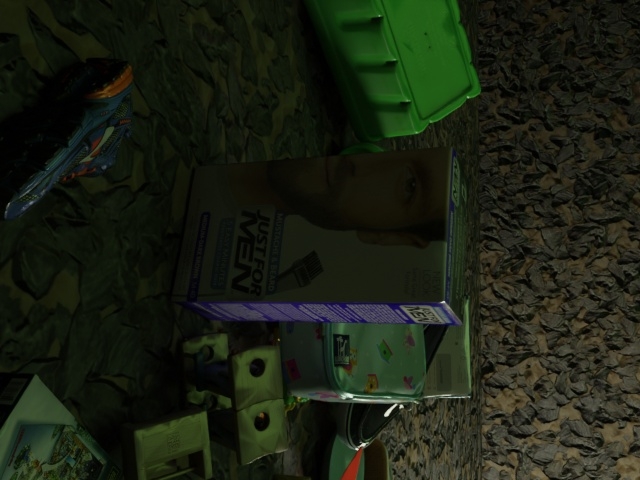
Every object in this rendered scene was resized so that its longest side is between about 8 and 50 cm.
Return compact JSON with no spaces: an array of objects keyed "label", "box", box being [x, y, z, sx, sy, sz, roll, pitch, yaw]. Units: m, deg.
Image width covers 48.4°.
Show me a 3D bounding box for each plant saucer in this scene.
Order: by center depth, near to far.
[{"label":"plant saucer","box":[0.035,0.428,1.319,0.195,0.037,0.195,-3,90,-68]}]

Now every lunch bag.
[{"label":"lunch bag","box":[0.054,0.127,1.060,0.279,0.107,0.224,20,66,-52]}]

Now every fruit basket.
[{"label":"fruit basket","box":[0.115,-0.408,1.388,0.283,0.392,0.392,-34,130,-16]}]

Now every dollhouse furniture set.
[{"label":"dollhouse furniture set","box":[-0.152,0.186,0.807,0.183,0.129,0.129,-8,95,-38]}]

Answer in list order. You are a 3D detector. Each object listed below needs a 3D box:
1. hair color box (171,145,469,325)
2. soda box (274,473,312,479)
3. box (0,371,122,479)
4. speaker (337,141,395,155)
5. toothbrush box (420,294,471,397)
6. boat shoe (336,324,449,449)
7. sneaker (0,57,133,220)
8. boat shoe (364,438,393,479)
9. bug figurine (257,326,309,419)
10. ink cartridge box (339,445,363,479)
[{"label":"hair color box","box":[0.000,0.000,0.860,0.110,0.338,0.185,45,47,-61]},{"label":"soda box","box":[-0.056,0.444,1.056,0.181,0.061,0.058,-71,150,-41]},{"label":"box","box":[-0.263,0.248,0.576,0.233,0.044,0.159,-70,150,-43]},{"label":"speaker","box":[0.122,-0.130,1.470,0.296,0.131,0.131,-5,93,-68]},{"label":"toothbrush box","box":[0.249,0.228,1.624,0.295,0.126,0.217,109,-20,-88]},{"label":"boat shoe","box":[0.136,0.241,1.247,0.113,0.105,0.306,32,89,-38]},{"label":"sneaker","box":[-0.227,-0.085,0.654,0.221,0.083,0.087,-63,152,-45]},{"label":"boat shoe","box":[0.112,0.541,1.421,0.096,0.098,0.277,47,44,-58]},{"label":"bug figurine","box":[-0.061,0.161,1.054,0.216,0.072,0.279,28,62,-66]},{"label":"ink cartridge box","box":[0.019,0.554,1.082,0.385,0.091,0.308,-46,148,-60]}]
